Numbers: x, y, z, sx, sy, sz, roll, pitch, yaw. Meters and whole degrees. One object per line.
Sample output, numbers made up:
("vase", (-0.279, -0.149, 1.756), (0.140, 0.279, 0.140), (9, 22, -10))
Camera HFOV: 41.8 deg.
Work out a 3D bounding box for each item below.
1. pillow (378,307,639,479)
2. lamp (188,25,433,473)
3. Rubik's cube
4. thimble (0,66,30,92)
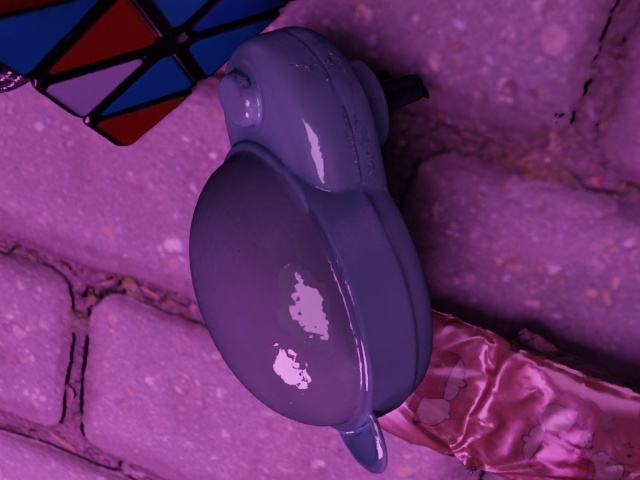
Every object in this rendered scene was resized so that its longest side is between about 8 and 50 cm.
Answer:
("pillow", (0.136, 0.123, 0.646), (0.248, 0.049, 0.135), (21, 120, 19))
("lamp", (-0.011, 0.002, 0.570), (0.209, 0.147, 0.284), (26, 113, 56))
("Rubik's cube", (-0.071, -0.166, 0.573), (0.234, 0.284, 0.250), (-11, 139, 2))
("thimble", (-0.251, -0.164, 0.643), (0.104, 0.066, 0.095), (-10, 113, 21))
